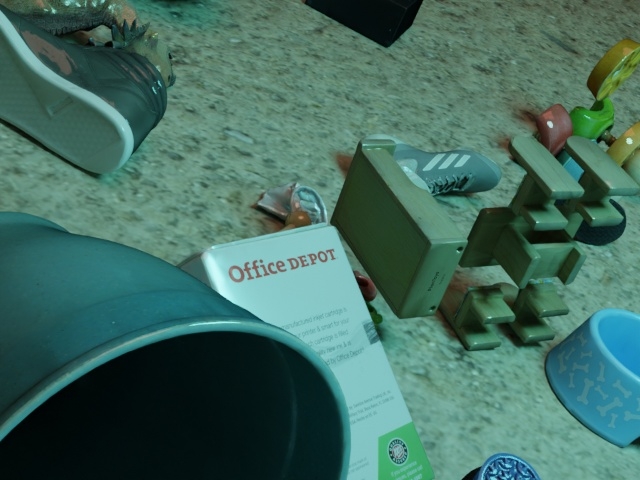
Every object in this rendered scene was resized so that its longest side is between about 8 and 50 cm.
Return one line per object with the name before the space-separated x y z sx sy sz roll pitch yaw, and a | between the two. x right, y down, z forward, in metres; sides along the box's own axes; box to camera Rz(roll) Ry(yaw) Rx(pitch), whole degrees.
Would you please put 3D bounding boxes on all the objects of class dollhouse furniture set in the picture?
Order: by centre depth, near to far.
dollhouse furniture set | 0.160 -0.017 1.153 0.242 0.212 0.161 -3 41 -30

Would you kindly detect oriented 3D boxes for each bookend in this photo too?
bookend | 0.078 -0.401 1.816 0.157 0.072 0.156 28 30 5

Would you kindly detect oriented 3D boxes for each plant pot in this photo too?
plant pot | -0.164 0.114 0.689 0.271 0.272 0.255 -2 26 -39

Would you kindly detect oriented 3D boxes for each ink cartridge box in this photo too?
ink cartridge box | -0.026 0.111 0.837 0.160 0.092 0.219 -11 77 -51

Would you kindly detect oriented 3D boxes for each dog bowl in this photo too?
dog bowl | 0.390 0.172 1.179 0.297 0.074 0.166 26 31 1

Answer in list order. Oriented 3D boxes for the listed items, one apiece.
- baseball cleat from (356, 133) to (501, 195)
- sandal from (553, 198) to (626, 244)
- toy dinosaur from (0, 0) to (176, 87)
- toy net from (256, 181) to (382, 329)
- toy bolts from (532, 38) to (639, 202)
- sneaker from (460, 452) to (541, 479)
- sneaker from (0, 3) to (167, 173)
baseball cleat | 0.139 -0.071 1.381 0.206 0.072 0.109 9 48 -19
sandal | 0.329 -0.039 1.466 0.179 0.067 0.040 10 23 -21
toy dinosaur | -0.315 -0.276 1.297 0.295 0.127 0.200 1 73 -11
toy net | 0.000 0.000 1.171 0.122 0.045 0.232 13 33 -22
toy bolts | 0.420 -0.149 1.591 0.228 0.218 0.158 -31 67 -35
sneaker | 0.108 0.273 0.817 0.081 0.090 0.232 27 52 -2
sneaker | -0.294 -0.189 1.190 0.296 0.104 0.147 36 29 5
